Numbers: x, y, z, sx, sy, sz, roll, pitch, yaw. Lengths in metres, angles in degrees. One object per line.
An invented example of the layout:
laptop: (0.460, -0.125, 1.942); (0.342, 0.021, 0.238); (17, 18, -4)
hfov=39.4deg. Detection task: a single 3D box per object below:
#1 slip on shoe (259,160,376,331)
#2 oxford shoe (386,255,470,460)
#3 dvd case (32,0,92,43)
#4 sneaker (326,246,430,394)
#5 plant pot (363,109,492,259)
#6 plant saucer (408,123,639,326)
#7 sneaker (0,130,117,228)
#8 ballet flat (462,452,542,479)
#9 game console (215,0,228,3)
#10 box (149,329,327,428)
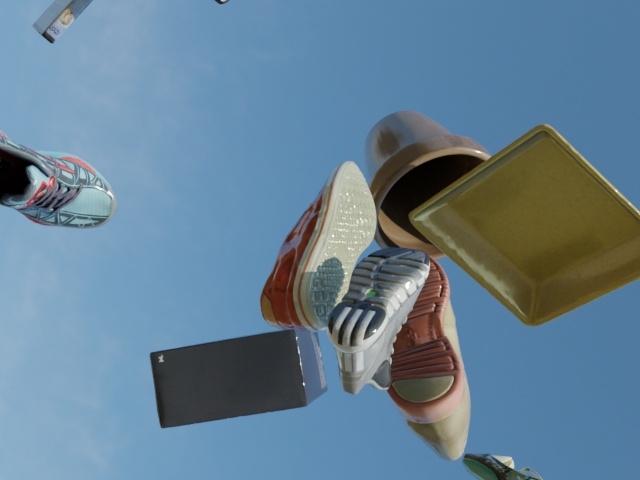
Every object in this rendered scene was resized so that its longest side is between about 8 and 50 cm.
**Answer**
slip on shoe: (0.000, 0.000, 1.254); (0.101, 0.331, 0.123); (-11, -55, 29)
oxford shoe: (0.147, 0.165, 1.364); (0.141, 0.397, 0.146); (-15, -59, 11)
dvd case: (-0.323, -0.392, 1.304); (0.253, 0.022, 0.180); (-49, -152, -2)
sneaker: (0.070, 0.106, 1.095); (0.086, 0.229, 0.132); (11, -59, 25)
plant pot: (0.185, -0.130, 1.697); (0.263, 0.263, 0.229); (-61, -147, 32)
plant saucer: (0.377, -0.031, 1.531); (0.333, 0.081, 0.333); (40, -44, -14)
sneaker: (-0.364, -0.065, 1.113); (0.104, 0.262, 0.125); (-60, -141, 8)
ballet flat: (0.339, 0.421, 1.594); (0.188, 0.070, 0.070); (26, -68, 46)
game console: (-0.104, -0.403, 1.172); (0.085, 0.144, 0.124); (-6, -53, 46)
box: (-0.183, 0.314, 2.112); (0.343, 0.312, 0.178); (-11, -96, 8)
